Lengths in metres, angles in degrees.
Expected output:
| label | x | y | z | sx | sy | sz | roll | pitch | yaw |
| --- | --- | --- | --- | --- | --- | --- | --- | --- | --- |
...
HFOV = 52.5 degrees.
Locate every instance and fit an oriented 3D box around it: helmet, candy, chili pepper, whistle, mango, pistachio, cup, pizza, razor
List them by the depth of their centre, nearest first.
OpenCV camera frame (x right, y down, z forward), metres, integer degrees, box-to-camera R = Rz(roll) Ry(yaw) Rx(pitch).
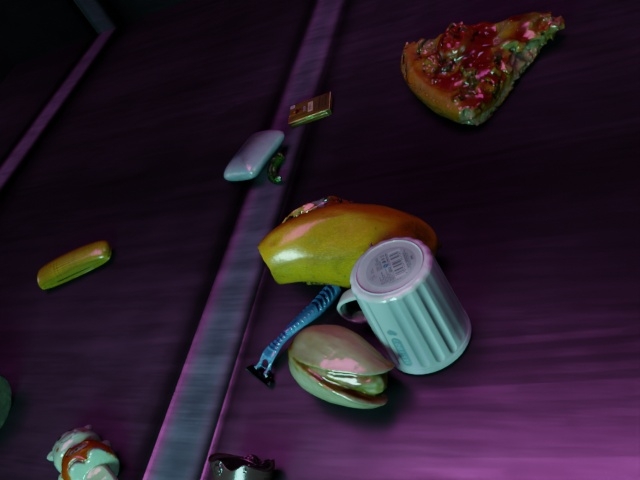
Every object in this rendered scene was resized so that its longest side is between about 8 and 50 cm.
| label | x | y | z | sx | sy | sz | roll | pitch | yaw |
| --- | --- | --- | --- | --- | --- | --- | --- | --- | --- |
| helmet | -0.137 | 0.408 | 1.112 | 0.123 | 0.098 | 0.070 | -5 | 78 | 34 |
| cup | 0.131 | 0.120 | 1.142 | 0.221 | 0.202 | 0.167 | -22 | 38 | 12 |
| pistachio | 0.031 | 0.223 | 1.152 | 0.215 | 0.144 | 0.144 | 14 | 58 | 44 |
| mango | 0.060 | 0.014 | 1.242 | 0.359 | 0.187 | 0.144 | 3 | 43 | -19 |
| whistle | -0.459 | 0.440 | 1.274 | 0.253 | 0.106 | 0.101 | 24 | 81 | 45 |
| razor | -0.047 | 0.180 | 1.320 | 0.253 | 0.042 | 0.082 | -46 | 40 | -17 |
| pizza | 0.408 | -0.487 | 1.644 | 0.406 | 0.130 | 0.440 | -30 | 40 | 6 |
| chili pepper | -0.126 | -0.193 | 1.755 | 0.055 | 0.035 | 0.118 | -32 | 33 | 26 |
| candy | -0.186 | -0.238 | 1.807 | 0.138 | 0.071 | 0.174 | -1 | 47 | 48 |

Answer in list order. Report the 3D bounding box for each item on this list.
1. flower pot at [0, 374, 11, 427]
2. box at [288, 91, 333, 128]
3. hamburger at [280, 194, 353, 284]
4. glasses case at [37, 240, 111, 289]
| label | x | y | z | sx | sy | sz | roll | pitch | yaw |
| --- | --- | --- | --- | --- | --- | --- | --- | --- | --- |
| flower pot | -0.822 | 0.379 | 1.505 | 0.148 | 0.235 | 0.235 | 3 | 48 | 8 |
| box | -0.028 | -0.380 | 1.892 | 0.133 | 0.023 | 0.090 | -17 | 41 | 18 |
| hamburger | 0.000 | 0.000 | 1.426 | 0.231 | 0.107 | 0.231 | -21 | 40 | 19 |
| glasses case | -0.696 | 0.066 | 1.833 | 0.234 | 0.064 | 0.079 | -23 | 48 | 9 |
